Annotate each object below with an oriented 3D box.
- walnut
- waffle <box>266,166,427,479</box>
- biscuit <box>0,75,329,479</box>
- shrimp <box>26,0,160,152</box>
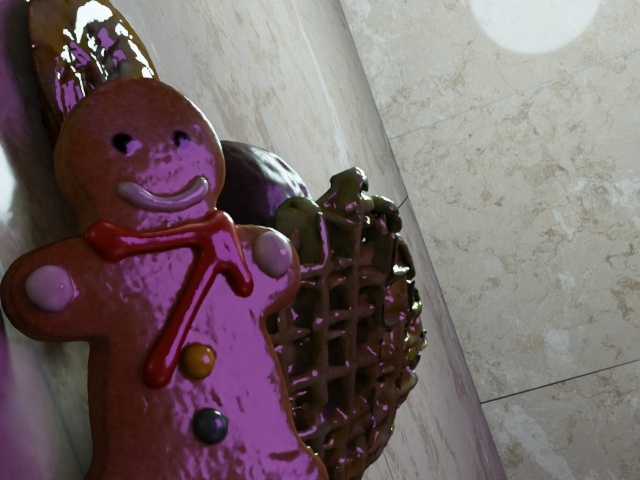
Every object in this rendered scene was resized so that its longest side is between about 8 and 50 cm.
[{"bbox_3d":[-0.071,-0.013,0.760,0.162,0.140,0.140,49,15,-2],"label":"walnut"},{"bbox_3d":[0.005,0.114,0.722,0.297,0.073,0.317,-54,137,-25],"label":"waffle"},{"bbox_3d":[-0.096,0.042,0.540,0.205,0.049,0.324,-1,74,-34],"label":"biscuit"},{"bbox_3d":[-0.168,-0.092,0.632,0.152,0.063,0.287,49,23,-52],"label":"shrimp"}]
